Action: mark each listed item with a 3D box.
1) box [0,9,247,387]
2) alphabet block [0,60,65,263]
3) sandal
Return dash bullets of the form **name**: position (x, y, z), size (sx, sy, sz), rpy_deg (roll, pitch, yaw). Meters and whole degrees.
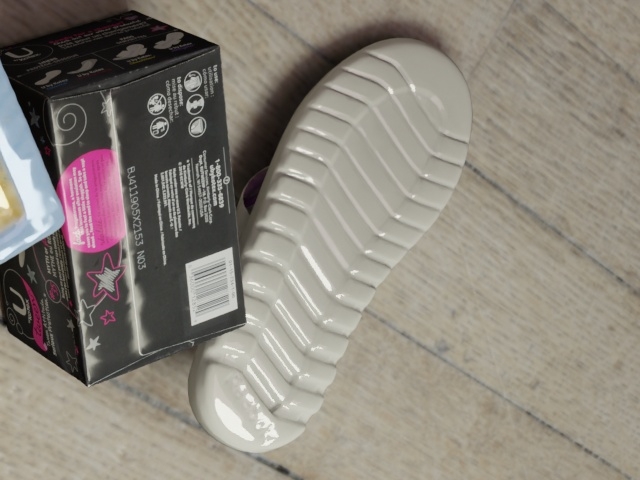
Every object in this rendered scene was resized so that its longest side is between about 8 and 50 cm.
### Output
- **box**: position (-0.168, -0.039, 1.594), size (0.163, 0.142, 0.247), rpy_deg (-21, 120, -31)
- **alphabet block**: position (-0.332, -0.069, 1.421), size (0.192, 0.197, 0.193), rpy_deg (-32, 123, -23)
- **sandal**: position (-0.010, -0.010, 1.755), size (0.169, 0.102, 0.416), rpy_deg (42, 67, -25)
